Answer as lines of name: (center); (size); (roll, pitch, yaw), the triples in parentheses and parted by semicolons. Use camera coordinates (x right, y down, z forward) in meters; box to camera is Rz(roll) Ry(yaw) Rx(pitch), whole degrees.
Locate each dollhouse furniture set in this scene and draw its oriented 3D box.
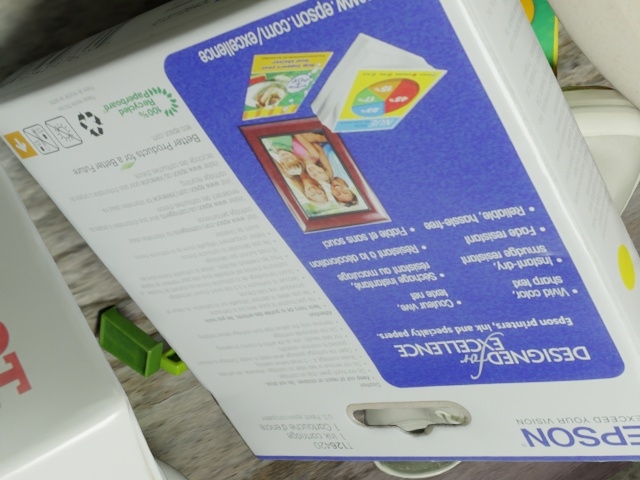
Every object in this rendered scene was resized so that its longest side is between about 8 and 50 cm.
dollhouse furniture set: (-0.121, 0.064, 0.792); (0.152, 0.058, 0.076); (-33, 147, -45)

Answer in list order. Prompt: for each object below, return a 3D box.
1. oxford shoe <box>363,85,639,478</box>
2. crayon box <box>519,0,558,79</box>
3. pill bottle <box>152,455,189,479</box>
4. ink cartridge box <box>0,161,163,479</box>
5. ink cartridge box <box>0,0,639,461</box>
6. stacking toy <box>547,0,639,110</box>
oxford shoe: (0.114, 0.060, 0.628); (0.169, 0.130, 0.449); (-4, 150, -12)
crayon box: (0.082, -0.137, 0.556); (0.081, 0.165, 0.278); (-18, 153, 5)
pill bottle: (-0.205, 0.354, 0.897); (0.229, 0.229, 0.407); (-26, 148, -17)
ink cartridge box: (-0.300, 0.095, 0.408); (0.385, 0.279, 0.160); (-25, 146, -19)
ink cartridge box: (0.006, 0.002, 0.491); (0.307, 0.303, 0.072); (55, 44, -29)
stacking toy: (0.308, -0.232, 0.447); (0.350, 0.350, 0.480); (-56, 169, 29)
